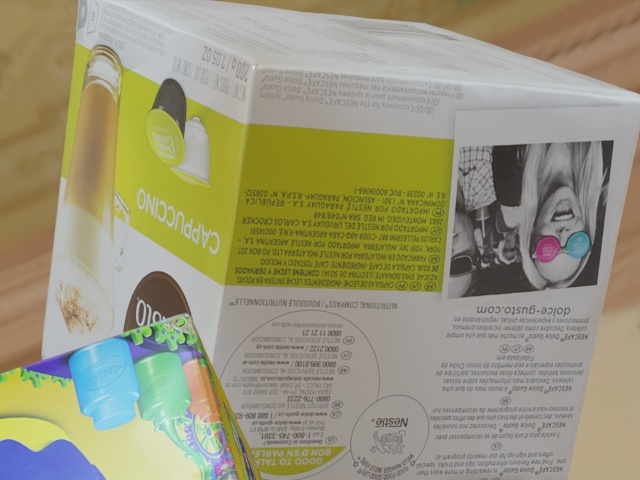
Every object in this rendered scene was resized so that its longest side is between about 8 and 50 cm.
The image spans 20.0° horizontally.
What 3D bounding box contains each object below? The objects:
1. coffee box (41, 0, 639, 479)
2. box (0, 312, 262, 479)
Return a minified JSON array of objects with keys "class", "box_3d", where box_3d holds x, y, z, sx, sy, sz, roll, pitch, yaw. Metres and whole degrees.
[{"class":"coffee box","box_3d":[0.000,0.000,1.469,0.338,0.337,0.334,2,-75,-29]},{"class":"box","box_3d":[-0.143,0.228,0.801,0.290,0.279,0.177,-19,-31,-2]}]
